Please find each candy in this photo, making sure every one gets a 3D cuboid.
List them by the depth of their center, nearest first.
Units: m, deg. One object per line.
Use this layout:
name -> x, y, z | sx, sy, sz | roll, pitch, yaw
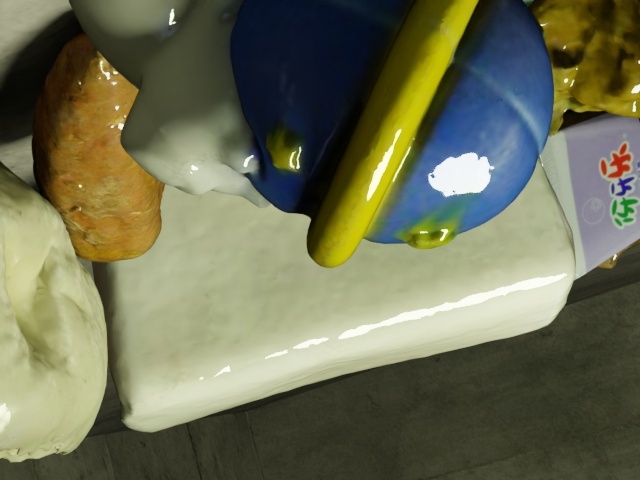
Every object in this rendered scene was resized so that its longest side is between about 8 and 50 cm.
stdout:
candy -> 0.001, 0.002, 1.296 | 0.359, 0.208, 0.145 | -14, 170, -5

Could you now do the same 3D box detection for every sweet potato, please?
sweet potato -> -0.134, -0.064, 1.051 | 0.097, 0.097, 0.251 | -13, 157, -15

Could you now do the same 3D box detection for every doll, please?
doll -> -0.025, -0.070, 0.781 | 0.243, 0.159, 0.311 | 15, 170, -6

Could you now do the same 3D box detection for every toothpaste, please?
toothpaste -> 0.318, -0.087, 1.420 | 0.371, 0.125, 0.080 | -25, -156, -30

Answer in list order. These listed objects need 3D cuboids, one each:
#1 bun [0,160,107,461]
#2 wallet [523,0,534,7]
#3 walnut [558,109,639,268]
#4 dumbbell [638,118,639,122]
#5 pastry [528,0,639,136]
bun -> -0.311, 0.040, 1.048 | 0.360, 0.211, 0.360 | -4, 171, -1
wallet -> 0.067, -0.109, 0.980 | 0.223, 0.077, 0.309 | -9, -175, -36
walnut -> 0.260, -0.062, 1.561 | 0.204, 0.141, 0.238 | 4, 163, -33
dumbbell -> 0.371, -0.123, 1.315 | 0.218, 0.152, 0.152 | -9, 169, -33
pastry -> 0.219, -0.146, 0.760 | 0.235, 0.132, 0.240 | -21, 137, -30
